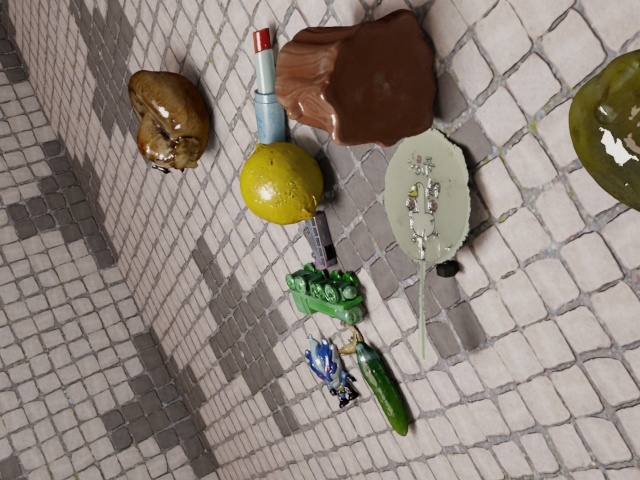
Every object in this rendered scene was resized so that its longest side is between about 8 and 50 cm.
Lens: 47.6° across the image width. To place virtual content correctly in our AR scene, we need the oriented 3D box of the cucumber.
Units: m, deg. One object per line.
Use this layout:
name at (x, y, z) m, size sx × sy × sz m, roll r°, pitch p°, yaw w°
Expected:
cucumber at (0.133, 0.313, 1.589) m, size 0.250 × 0.056 × 0.056 m, roll 61°, pitch 151°, yaw 6°

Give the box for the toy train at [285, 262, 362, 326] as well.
toy train at (0.009, 0.125, 1.648) m, size 0.251 × 0.085 × 0.119 m, roll 13°, pitch 126°, yaw 58°

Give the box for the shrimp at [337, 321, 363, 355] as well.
shrimp at (0.061, 0.227, 1.686) m, size 0.114 × 0.023 × 0.083 m, roll -42°, pitch 70°, yaw 54°

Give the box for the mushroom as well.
mushroom at (-0.388, -0.306, 1.888) m, size 0.263 × 0.195 × 0.283 m, roll 117°, pitch 142°, yaw -63°

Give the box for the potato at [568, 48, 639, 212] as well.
potato at (0.383, -0.106, 0.794) m, size 0.228 × 0.149 × 0.197 m, roll 58°, pitch 164°, yaw 11°

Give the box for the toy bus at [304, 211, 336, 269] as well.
toy bus at (0.000, 0.000, 1.616) m, size 0.052 × 0.037 × 0.130 m, roll 4°, pitch 112°, yaw 53°

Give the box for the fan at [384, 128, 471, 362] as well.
fan at (0.180, 0.010, 1.264) m, size 0.233 × 0.012 × 0.414 m, roll 19°, pitch 112°, yaw 58°

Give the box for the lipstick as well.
lipstick at (-0.114, -0.320, 1.557) m, size 0.068 × 0.061 × 0.274 m, roll 35°, pitch 138°, yaw 48°

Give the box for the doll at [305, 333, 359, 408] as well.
doll at (0.021, 0.310, 1.768) m, size 0.096 × 0.070 × 0.195 m, roll -41°, pitch 74°, yaw 28°

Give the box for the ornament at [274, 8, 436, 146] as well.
ornament at (0.052, -0.264, 1.201) m, size 0.218 × 0.221 × 0.235 m, roll 27°, pitch 91°, yaw 55°

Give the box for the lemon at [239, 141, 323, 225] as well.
lemon at (-0.079, -0.117, 1.529) m, size 0.206 × 0.173 × 0.173 m, roll 40°, pitch 141°, yaw 27°

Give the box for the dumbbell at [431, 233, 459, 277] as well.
dumbbell at (0.218, 0.023, 1.267) m, size 0.040 × 0.036 × 0.083 m, roll 19°, pitch 125°, yaw 57°
